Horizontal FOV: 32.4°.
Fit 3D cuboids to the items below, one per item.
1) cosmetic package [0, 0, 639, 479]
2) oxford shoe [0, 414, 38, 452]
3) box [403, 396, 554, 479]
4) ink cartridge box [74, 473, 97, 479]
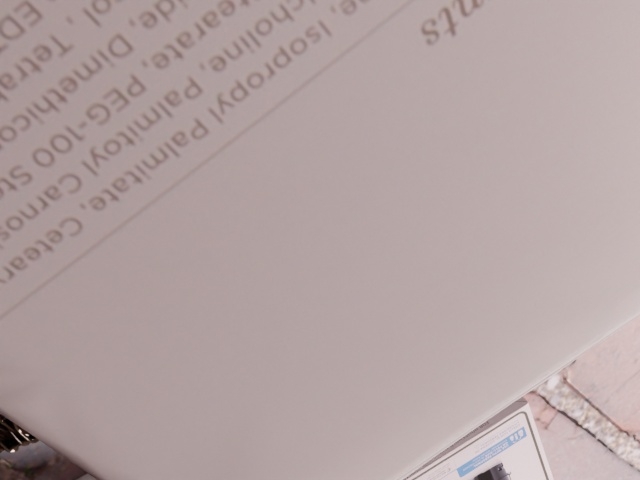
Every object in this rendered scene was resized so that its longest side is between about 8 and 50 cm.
[{"bbox_3d":[-0.052,-0.139,0.471,0.327,0.329,0.394,-37,127,9],"label":"cosmetic package"},{"bbox_3d":[-0.232,0.116,0.782,0.227,0.096,0.083,-46,126,2],"label":"oxford shoe"},{"bbox_3d":[0.143,0.272,1.044,0.169,0.087,0.290,-29,123,-11],"label":"box"},{"bbox_3d":[-0.211,0.320,0.811,0.306,0.226,0.131,-29,124,-12],"label":"ink cartridge box"}]
